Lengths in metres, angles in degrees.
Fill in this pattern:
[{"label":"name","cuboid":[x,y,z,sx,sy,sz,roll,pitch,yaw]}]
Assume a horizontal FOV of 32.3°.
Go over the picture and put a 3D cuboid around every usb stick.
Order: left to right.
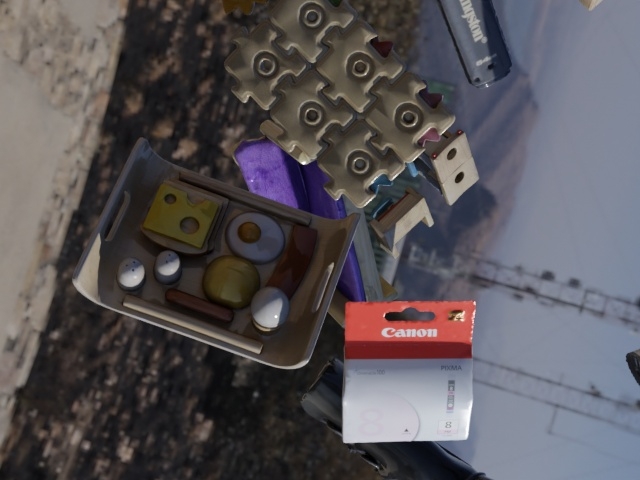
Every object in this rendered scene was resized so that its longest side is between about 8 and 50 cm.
[{"label":"usb stick","cuboid":[0.202,-0.335,1.549,0.077,0.045,0.278,-33,128,-5]}]

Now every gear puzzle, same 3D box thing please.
[{"label":"gear puzzle","cuboid":[-0.013,-0.206,1.283,0.175,0.339,0.044,-44,179,19]}]

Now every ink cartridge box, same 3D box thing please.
[{"label":"ink cartridge box","cuboid":[0.124,0.192,1.578,0.066,0.189,0.232,-92,-179,-49]}]

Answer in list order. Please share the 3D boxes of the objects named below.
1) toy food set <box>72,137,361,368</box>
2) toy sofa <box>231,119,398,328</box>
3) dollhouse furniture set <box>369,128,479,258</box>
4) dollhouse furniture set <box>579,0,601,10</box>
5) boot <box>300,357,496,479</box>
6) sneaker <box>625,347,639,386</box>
[{"label":"toy food set","cuboid":[-0.126,0.010,1.388,0.092,0.306,0.220,111,-1,-65]},{"label":"toy sofa","cuboid":[-0.005,-0.030,1.860,0.177,0.150,0.362,-26,125,-17]},{"label":"dollhouse furniture set","cuboid":[0.121,-0.100,1.665,0.183,0.129,0.129,-43,145,-10]},{"label":"dollhouse furniture set","cuboid":[0.407,-0.591,1.878,0.174,0.355,0.303,-43,171,-1]},{"label":"boot","cuboid":[0.168,0.363,1.885,0.146,0.445,0.367,-44,172,-16]},{"label":"sneaker","cuboid":[0.575,0.225,1.532,0.131,0.319,0.112,-33,138,-10]}]
